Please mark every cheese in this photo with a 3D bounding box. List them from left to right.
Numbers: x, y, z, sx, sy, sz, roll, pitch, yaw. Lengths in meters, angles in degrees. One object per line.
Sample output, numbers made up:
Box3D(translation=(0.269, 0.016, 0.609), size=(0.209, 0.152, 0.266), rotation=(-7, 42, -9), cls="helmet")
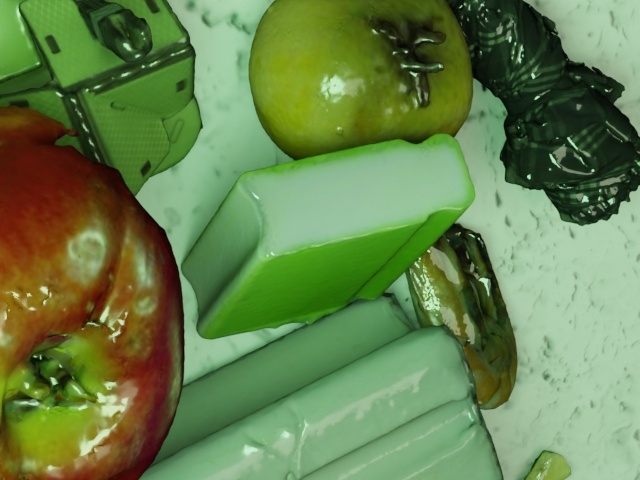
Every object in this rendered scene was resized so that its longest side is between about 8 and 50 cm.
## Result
Box3D(translation=(0.240, 0.269, 1.931), size=(0.044, 0.030, 0.083), rotation=(33, 84, -21), cls="cheese")

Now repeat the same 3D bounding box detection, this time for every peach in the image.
Box3D(translation=(-0.318, 0.061, 1.422), size=(0.353, 0.416, 0.339), rotation=(-42, 131, -18), cls="peach")

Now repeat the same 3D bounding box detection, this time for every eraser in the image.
Box3D(translation=(0.000, 0.000, 1.615), size=(0.210, 0.274, 0.092), rotation=(-13, 75, -17), cls="eraser")

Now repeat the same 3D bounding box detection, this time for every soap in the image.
Box3D(translation=(-0.034, 0.295, 1.716), size=(0.435, 0.213, 0.350), rotation=(-28, 110, -14), cls="soap")

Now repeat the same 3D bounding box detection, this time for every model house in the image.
Box3D(translation=(-0.179, -0.111, 1.504), size=(0.205, 0.279, 0.218), rotation=(-26, 112, -13), cls="model house")

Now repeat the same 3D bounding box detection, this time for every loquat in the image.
Box3D(translation=(0.034, -0.160, 1.623), size=(0.213, 0.213, 0.213), rotation=(-7, 107, -22), cls="loquat")

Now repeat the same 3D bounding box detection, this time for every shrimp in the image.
Box3D(translation=(0.144, 0.048, 1.791), size=(0.145, 0.059, 0.254), rotation=(-29, 98, -51), cls="shrimp")

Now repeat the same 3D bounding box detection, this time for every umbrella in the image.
Box3D(translation=(0.189, -0.155, 1.746), size=(0.337, 0.128, 0.154), rotation=(39, 71, -21), cls="umbrella")
